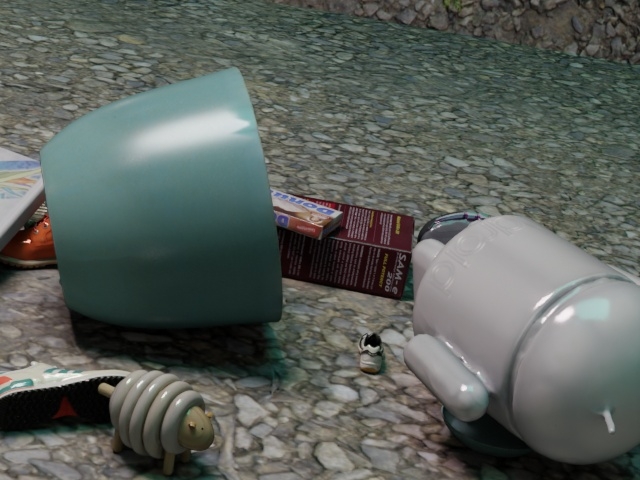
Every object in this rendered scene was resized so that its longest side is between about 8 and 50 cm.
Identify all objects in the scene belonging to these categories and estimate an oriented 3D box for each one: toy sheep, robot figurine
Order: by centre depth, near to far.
[{"bbox_3d":[-0.159,0.167,1.417,0.132,0.091,0.091,18,22,19],"label":"toy sheep"},{"bbox_3d":[0.234,0.102,1.558,0.300,0.200,0.353,-24,35,-24],"label":"robot figurine"}]

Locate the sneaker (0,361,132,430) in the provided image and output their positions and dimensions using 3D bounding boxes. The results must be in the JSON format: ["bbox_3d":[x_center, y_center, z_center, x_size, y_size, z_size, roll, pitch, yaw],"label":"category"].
[{"bbox_3d":[-0.255,0.142,1.474,0.161,0.057,0.075,-5,31,-29],"label":"sneaker"}]

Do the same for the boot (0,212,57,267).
[{"bbox_3d":[-0.332,-0.011,1.800,0.158,0.084,0.059,1,25,-21],"label":"boot"}]

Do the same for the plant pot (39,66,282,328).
[{"bbox_3d":[-0.186,-0.031,1.669,0.235,0.293,0.293,-11,25,-8],"label":"plant pot"}]

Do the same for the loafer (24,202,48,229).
[{"bbox_3d":[-0.339,-0.040,1.923,0.056,0.050,0.148,14,37,11],"label":"loafer"}]

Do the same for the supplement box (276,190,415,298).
[{"bbox_3d":[0.000,0.000,1.948,0.239,0.073,0.130,11,22,2],"label":"supplement box"}]

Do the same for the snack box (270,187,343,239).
[{"bbox_3d":[-0.065,-0.045,1.901,0.178,0.022,0.064,19,25,18],"label":"snack box"}]

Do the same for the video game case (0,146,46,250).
[{"bbox_3d":[-0.507,-0.042,1.712,0.300,0.036,0.329,20,36,7],"label":"video game case"}]

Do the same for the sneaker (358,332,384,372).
[{"bbox_3d":[0.061,0.121,1.717,0.032,0.037,0.083,7,19,-4],"label":"sneaker"}]

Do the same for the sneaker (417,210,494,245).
[{"bbox_3d":[0.245,0.021,2.009,0.224,0.083,0.098,8,26,-9],"label":"sneaker"}]

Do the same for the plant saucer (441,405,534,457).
[{"bbox_3d":[0.185,0.202,1.590,0.119,0.021,0.119,10,21,-4],"label":"plant saucer"}]
